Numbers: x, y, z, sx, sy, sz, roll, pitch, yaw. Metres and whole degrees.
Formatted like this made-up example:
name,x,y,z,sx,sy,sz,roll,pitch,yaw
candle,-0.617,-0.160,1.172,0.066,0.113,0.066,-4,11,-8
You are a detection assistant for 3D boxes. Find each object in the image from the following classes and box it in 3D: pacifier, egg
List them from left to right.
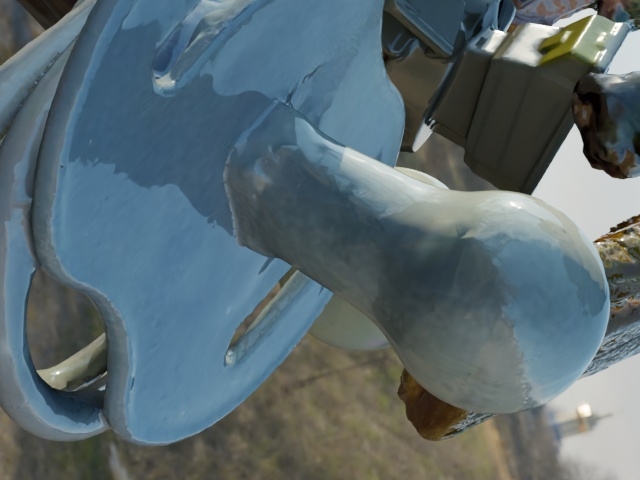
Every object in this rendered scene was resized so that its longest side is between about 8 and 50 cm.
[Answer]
name,x,y,z,sx,sy,sz,roll,pitch,yaw
pacifier,0.000,0.000,0.540,0.244,0.233,0.299,-54,156,-26
egg,0.053,0.012,1.201,0.209,0.151,0.151,-32,110,-44

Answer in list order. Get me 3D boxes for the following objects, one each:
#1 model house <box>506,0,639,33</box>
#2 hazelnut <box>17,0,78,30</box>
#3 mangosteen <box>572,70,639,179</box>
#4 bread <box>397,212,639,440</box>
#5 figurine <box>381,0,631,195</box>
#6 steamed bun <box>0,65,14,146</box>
name,x,y,z,sx,sy,sz,roll,pitch,yaw
model house,0.233,-0.300,1.536,0.237,0.237,0.202,-98,162,-57
hazelnut,-0.155,-0.334,1.332,0.429,0.402,0.402,48,5,2
mangosteen,0.251,-0.059,0.547,0.231,0.289,0.231,5,90,-90
bread,0.171,0.049,0.913,0.077,0.271,0.139,55,-36,20
figurine,0.061,-0.153,0.972,0.167,0.284,0.342,-57,171,-22
steamed bun,-0.370,-0.089,1.005,0.137,0.295,0.292,68,-24,14
